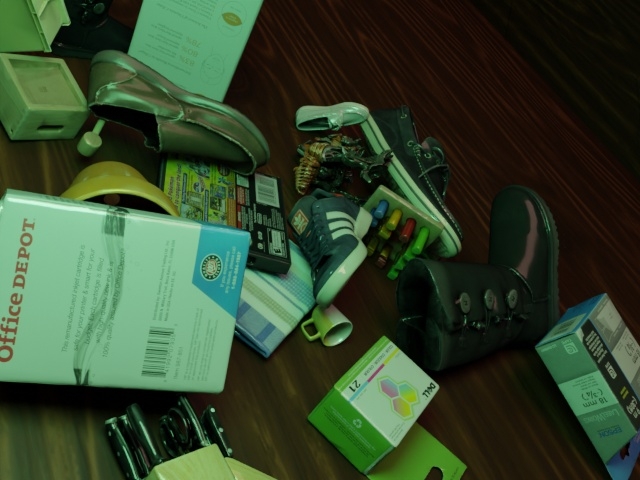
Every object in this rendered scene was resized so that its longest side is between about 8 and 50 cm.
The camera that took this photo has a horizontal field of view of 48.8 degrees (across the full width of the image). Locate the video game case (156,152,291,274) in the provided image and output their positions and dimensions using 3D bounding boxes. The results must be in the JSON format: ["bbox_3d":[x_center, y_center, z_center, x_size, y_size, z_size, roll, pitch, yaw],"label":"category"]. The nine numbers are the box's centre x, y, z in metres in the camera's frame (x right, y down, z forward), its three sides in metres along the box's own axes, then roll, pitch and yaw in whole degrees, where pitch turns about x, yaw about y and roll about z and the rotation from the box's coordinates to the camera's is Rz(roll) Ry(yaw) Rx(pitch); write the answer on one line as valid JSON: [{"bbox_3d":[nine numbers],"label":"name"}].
[{"bbox_3d":[-0.183,-0.063,1.318,0.248,0.035,0.275,15,35,-20],"label":"video game case"}]

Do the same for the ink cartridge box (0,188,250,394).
[{"bbox_3d":[-0.271,0.068,0.927,0.307,0.223,0.129,9,4,-24],"label":"ink cartridge box"}]

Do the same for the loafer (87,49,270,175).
[{"bbox_3d":[-0.270,-0.204,1.310,0.366,0.134,0.130,25,64,-17],"label":"loafer"}]

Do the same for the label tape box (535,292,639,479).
[{"bbox_3d":[0.605,0.305,1.456,0.240,0.106,0.334,-25,84,-51],"label":"label tape box"}]

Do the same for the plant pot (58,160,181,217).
[{"bbox_3d":[-0.320,-0.028,1.086,0.205,0.205,0.188,15,24,-27],"label":"plant pot"}]

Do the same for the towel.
[{"bbox_3d":[-0.109,0.073,1.270,0.209,0.034,0.285,38,35,4],"label":"towel"}]

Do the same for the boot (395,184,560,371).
[{"bbox_3d":[0.318,0.058,1.457,0.445,0.146,0.367,-2,79,-40],"label":"boot"}]

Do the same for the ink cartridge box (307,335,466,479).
[{"bbox_3d":[0.136,0.306,1.145,0.255,0.097,0.189,42,35,11],"label":"ink cartridge box"}]

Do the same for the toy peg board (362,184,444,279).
[{"bbox_3d":[0.144,-0.006,1.483,0.160,0.161,0.079,33,49,-4],"label":"toy peg board"}]

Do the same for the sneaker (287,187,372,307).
[{"bbox_3d":[0.000,0.000,1.310,0.148,0.131,0.350,34,20,-7],"label":"sneaker"}]

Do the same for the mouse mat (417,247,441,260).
[{"bbox_3d":[0.196,-0.001,1.645,0.189,0.007,0.152,38,34,5],"label":"mouse mat"}]

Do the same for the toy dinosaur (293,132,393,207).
[{"bbox_3d":[0.028,-0.156,1.604,0.218,0.164,0.322,27,51,14],"label":"toy dinosaur"}]

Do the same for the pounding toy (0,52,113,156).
[{"bbox_3d":[-0.470,-0.222,1.272,0.181,0.094,0.206,-12,65,-53],"label":"pounding toy"}]

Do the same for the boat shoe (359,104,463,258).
[{"bbox_3d":[0.237,-0.163,1.690,0.187,0.156,0.500,64,3,-46],"label":"boat shoe"}]

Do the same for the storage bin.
[{"bbox_3d":[-0.605,-0.451,1.192,0.262,0.260,0.123,-2,45,2],"label":"storage bin"}]

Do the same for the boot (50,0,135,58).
[{"bbox_3d":[-0.449,-0.489,1.498,0.246,0.207,0.094,-12,56,-48],"label":"boot"}]

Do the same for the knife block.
[{"bbox_3d":[-0.176,0.325,0.864,0.242,0.088,0.276,27,35,-11],"label":"knife block"}]

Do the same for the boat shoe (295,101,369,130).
[{"bbox_3d":[0.028,-0.302,1.758,0.184,0.066,0.063,3,52,3],"label":"boat shoe"}]

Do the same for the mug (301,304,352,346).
[{"bbox_3d":[0.010,0.145,1.265,0.078,0.062,0.064,8,35,-44],"label":"mug"}]

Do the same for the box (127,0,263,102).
[{"bbox_3d":[-0.257,-0.440,1.468,0.215,0.345,0.168,23,35,-11],"label":"box"}]
